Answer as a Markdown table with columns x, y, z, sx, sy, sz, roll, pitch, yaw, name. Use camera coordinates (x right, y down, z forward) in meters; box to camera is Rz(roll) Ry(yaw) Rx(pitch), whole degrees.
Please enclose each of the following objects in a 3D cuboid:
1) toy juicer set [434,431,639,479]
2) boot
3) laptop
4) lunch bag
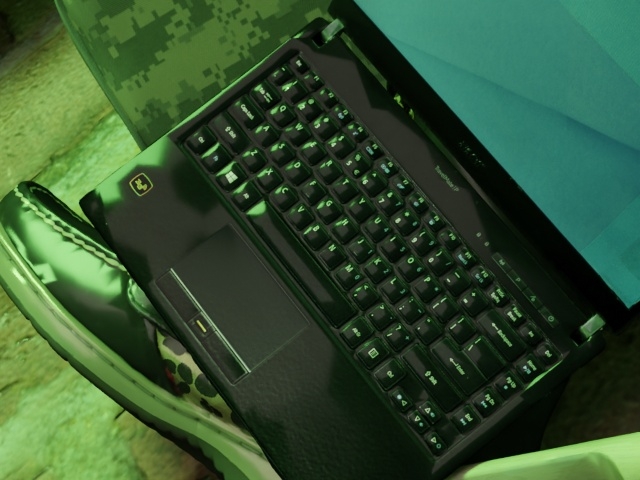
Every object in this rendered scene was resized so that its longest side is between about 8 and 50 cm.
| x | y | z | sx | sy | sz | roll | pitch | yaw | name |
| --- | --- | --- | --- | --- | --- | --- | --- | --- | --- |
| 0.166 | 0.191 | 0.429 | 0.209 | 0.089 | 0.329 | -45 | 62 | 32 | toy juicer set |
| 0.000 | 0.000 | 0.665 | 0.377 | 0.138 | 0.284 | 35 | 91 | 23 | boot |
| 0.038 | -0.029 | 0.519 | 0.264 | 0.136 | 0.234 | -38 | 75 | -4 | laptop |
| 0.000 | -0.193 | 0.804 | 0.305 | 0.212 | 0.256 | -26 | 19 | 14 | lunch bag |
